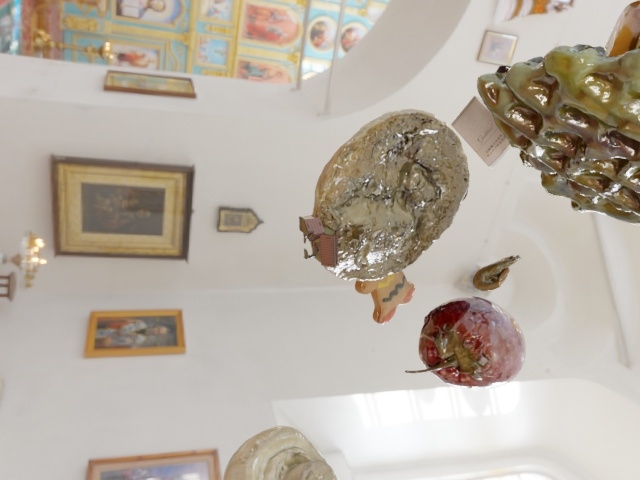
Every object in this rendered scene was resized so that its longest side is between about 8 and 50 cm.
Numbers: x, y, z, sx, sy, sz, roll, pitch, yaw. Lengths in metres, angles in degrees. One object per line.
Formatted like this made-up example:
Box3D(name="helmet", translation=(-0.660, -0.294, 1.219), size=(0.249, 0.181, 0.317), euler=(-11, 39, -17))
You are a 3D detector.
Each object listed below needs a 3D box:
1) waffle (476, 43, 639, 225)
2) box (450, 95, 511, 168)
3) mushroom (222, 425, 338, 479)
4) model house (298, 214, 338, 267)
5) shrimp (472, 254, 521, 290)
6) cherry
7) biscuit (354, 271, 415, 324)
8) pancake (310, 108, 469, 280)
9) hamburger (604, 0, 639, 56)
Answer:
Box3D(name="waffle", translation=(0.231, -0.069, 0.436), size=(0.054, 0.223, 0.204), euler=(-56, -146, -6))
Box3D(name="box", translation=(0.457, -0.305, 1.553), size=(0.109, 0.029, 0.198), euler=(-52, -131, 30))
Box3D(name="mushroom", translation=(-0.059, 0.498, 1.123), size=(0.234, 0.260, 0.254), euler=(-41, -131, 36))
Box3D(name="model house", translation=(0.000, 0.000, 0.920), size=(0.058, 0.057, 0.083), euler=(39, -43, 53))
Box3D(name="shrimp", translation=(0.358, 0.068, 1.118), size=(0.108, 0.023, 0.059), euler=(-30, -137, 23))
Box3D(name="cherry", translation=(0.298, 0.200, 1.068), size=(0.192, 0.249, 0.175), euler=(-25, -118, 33))
Box3D(name="biscuit", translation=(0.150, 0.080, 1.318), size=(0.036, 0.165, 0.250), euler=(14, -43, 47))
Box3D(name="pancake", translation=(0.133, -0.078, 1.081), size=(0.082, 0.387, 0.387), euler=(40, -52, 43))
Box3D(name="hamburger", translation=(0.363, -0.192, 0.622), size=(0.189, 0.093, 0.164), euler=(-60, 163, -27))
